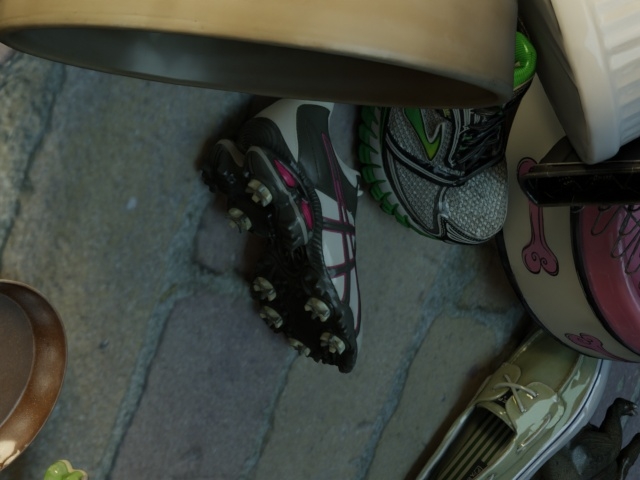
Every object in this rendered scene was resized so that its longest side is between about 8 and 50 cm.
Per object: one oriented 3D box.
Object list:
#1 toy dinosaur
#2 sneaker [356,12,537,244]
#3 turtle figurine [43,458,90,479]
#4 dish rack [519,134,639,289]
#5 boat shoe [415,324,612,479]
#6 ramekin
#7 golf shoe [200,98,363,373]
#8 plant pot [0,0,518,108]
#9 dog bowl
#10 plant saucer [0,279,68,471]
[{"bbox_3d":[0.306,0.252,1.719,0.160,0.121,0.313,-54,148,-33],"label":"toy dinosaur"},{"bbox_3d":[0.110,-0.117,1.246,0.134,0.146,0.343,-43,139,-23],"label":"sneaker"},{"bbox_3d":[-0.205,0.262,1.045,0.266,0.274,0.198,4,95,-40],"label":"turtle figurine"},{"bbox_3d":[0.326,0.003,1.268,0.271,0.208,0.074,44,70,-24],"label":"dish rack"},{"bbox_3d":[0.209,0.191,1.575,0.302,0.109,0.094,-55,147,-5],"label":"boat shoe"},{"bbox_3d":[0.223,-0.206,1.163,0.127,0.273,0.273,-21,136,4],"label":"ramekin"},{"bbox_3d":[0.000,0.000,1.227,0.120,0.105,0.273,-48,141,-29],"label":"golf shoe"},{"bbox_3d":[-0.028,-0.240,0.921,0.323,0.323,0.280,5,90,-51],"label":"plant pot"},{"bbox_3d":[0.380,-0.055,1.486,0.408,0.150,0.408,-8,106,-28],"label":"dog bowl"},{"bbox_3d":[-0.256,0.101,1.047,0.168,0.029,0.168,-28,132,-37],"label":"plant saucer"}]
